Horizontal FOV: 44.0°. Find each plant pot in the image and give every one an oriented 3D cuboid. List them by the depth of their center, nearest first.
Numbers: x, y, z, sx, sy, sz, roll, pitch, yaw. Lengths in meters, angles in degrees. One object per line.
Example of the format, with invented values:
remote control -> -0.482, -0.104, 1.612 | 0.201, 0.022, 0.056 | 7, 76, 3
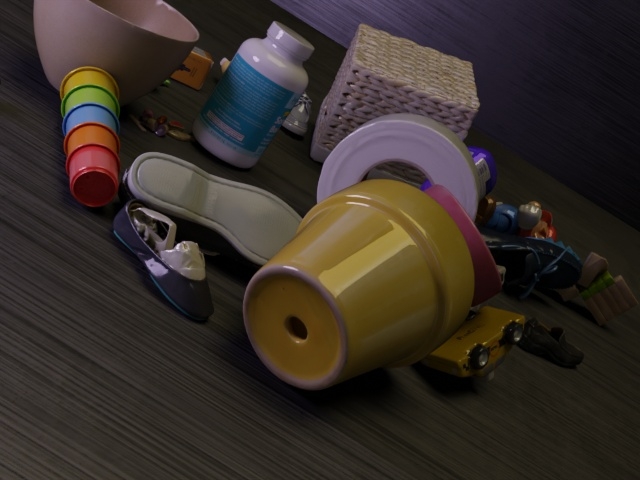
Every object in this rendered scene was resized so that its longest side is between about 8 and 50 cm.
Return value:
plant pot -> 0.035, 0.070, 1.027 | 0.254, 0.254, 0.239 | 40, 38, 19
plant pot -> 0.159, 0.040, 1.263 | 0.201, 0.180, 0.201 | 60, -1, 2
plant pot -> -0.383, -0.343, 1.394 | 0.284, 0.190, 0.284 | 27, 21, -11

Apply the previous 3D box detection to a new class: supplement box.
supplement box -> -0.361, -0.423, 1.760 | 0.234, 0.078, 0.080 | 23, 20, -25

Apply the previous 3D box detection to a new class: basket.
basket -> 0.175, -0.314, 1.893 | 0.332, 0.266, 0.328 | 18, 32, -5

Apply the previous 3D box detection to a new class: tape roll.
tape roll -> 0.141, -0.080, 1.417 | 0.286, 0.286, 0.100 | 33, 21, 2

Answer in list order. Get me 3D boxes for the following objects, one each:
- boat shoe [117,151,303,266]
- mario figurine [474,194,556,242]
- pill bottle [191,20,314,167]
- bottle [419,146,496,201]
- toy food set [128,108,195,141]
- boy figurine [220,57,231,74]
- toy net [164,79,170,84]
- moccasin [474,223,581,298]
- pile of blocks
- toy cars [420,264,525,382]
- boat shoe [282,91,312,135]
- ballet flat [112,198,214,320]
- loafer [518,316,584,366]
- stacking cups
boat shoe -> -0.148, -0.032, 1.160 | 0.303, 0.091, 0.114 | 30, 60, -18
mario figurine -> 0.478, -0.069, 1.981 | 0.321, 0.170, 0.198 | 18, 39, -38
pill bottle -> -0.121, -0.279, 1.502 | 0.146, 0.264, 0.146 | 32, 19, -13
bottle -> 0.269, -0.091, 1.704 | 0.092, 0.118, 0.283 | 20, 49, 41
toy food set -> -0.294, -0.218, 1.478 | 0.078, 0.019, 0.122 | 44, 24, 29
boy figurine -> -0.168, -0.392, 1.942 | 0.177, 0.092, 0.285 | 31, 18, -11
toy net -> -0.420, -0.392, 1.651 | 0.232, 0.045, 0.122 | 30, 21, -5
moccasin -> 0.427, 0.061, 1.752 | 0.342, 0.137, 0.116 | 11, 30, -14
pile of blocks -> 0.591, 0.061, 1.912 | 0.362, 0.148, 0.112 | 28, 22, -9
toy cars -> 0.247, 0.140, 1.339 | 0.177, 0.087, 0.393 | -4, 20, 6
boat shoe -> -0.061, -0.329, 1.959 | 0.079, 0.081, 0.227 | 25, 22, -17
ballet flat -> -0.199, 0.015, 1.027 | 0.203, 0.074, 0.074 | 44, 24, 27
loafer -> 0.458, 0.198, 1.544 | 0.170, 0.061, 0.062 | 21, 23, -29
stacking cups -> -0.336, -0.155, 1.190 | 0.096, 0.096, 0.316 | 19, 27, -31
